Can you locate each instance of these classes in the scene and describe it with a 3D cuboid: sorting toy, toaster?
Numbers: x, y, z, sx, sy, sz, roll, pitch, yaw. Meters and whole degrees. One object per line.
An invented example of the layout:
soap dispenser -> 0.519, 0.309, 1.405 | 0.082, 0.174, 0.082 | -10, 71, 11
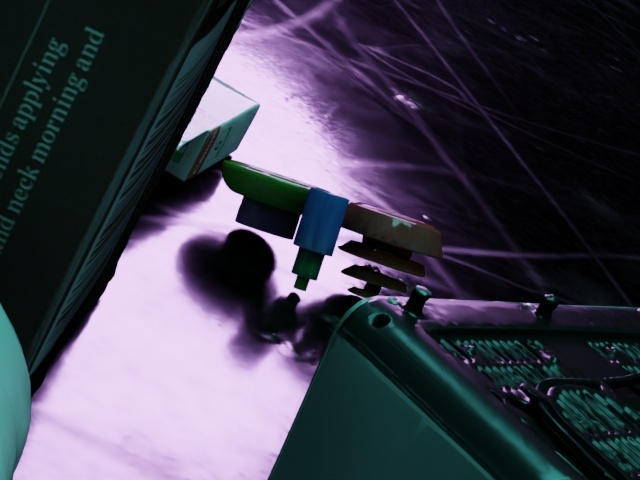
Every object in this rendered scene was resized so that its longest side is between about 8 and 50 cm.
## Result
sorting toy -> 0.000, 0.000, 0.755 | 0.102, 0.042, 0.061 | 19, 3, 7
toaster -> 0.093, 0.104, 0.501 | 0.168, 0.110, 0.185 | 3, 31, -50

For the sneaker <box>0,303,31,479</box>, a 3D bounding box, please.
sneaker -> -0.194, 0.004, 0.383 | 0.292, 0.108, 0.169 | 34, 16, -15

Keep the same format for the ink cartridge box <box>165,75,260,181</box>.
ink cartridge box -> -0.074, -0.056, 0.796 | 0.063, 0.029, 0.115 | 31, 20, 6

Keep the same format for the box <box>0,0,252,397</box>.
box -> -0.135, -0.075, 0.547 | 0.203, 0.168, 0.167 | 29, 20, -3
